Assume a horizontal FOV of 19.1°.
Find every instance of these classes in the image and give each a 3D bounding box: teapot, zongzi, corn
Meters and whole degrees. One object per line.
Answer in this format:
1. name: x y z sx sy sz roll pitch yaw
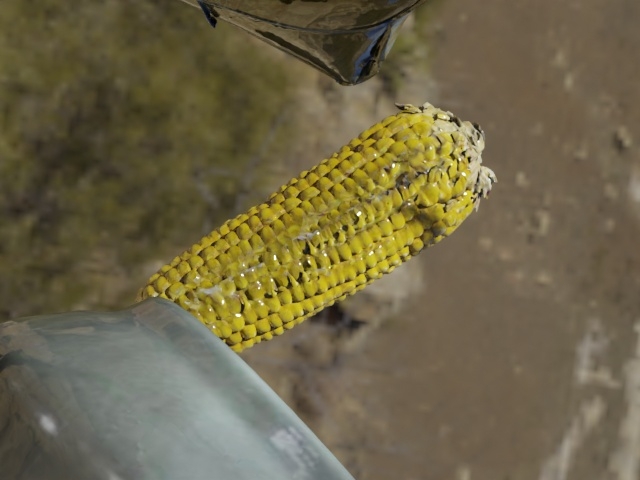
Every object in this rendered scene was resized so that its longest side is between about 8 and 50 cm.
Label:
1. teapot: -0.109 0.250 0.773 0.362 0.305 0.376 -39 123 -9
2. zongzi: -0.023 -0.201 1.139 0.256 0.228 0.115 -27 -138 67
3. corn: 0.000 0.000 1.526 0.115 0.318 0.115 57 -4 6
